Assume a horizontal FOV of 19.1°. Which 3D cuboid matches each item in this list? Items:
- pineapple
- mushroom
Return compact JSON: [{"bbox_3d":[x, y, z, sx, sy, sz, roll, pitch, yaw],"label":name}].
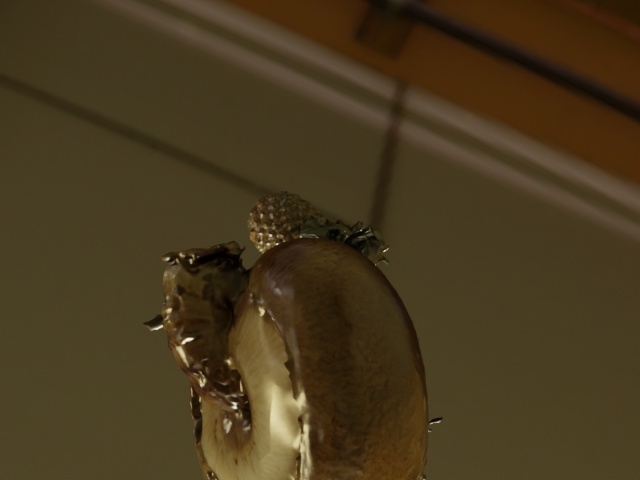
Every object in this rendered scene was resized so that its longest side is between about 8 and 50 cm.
[{"bbox_3d":[0.000,0.000,1.810,0.074,0.074,0.159,-2,-164,-43],"label":"pineapple"},{"bbox_3d":[-0.017,0.118,1.488,0.163,0.297,0.278,-22,-94,-26],"label":"mushroom"}]
